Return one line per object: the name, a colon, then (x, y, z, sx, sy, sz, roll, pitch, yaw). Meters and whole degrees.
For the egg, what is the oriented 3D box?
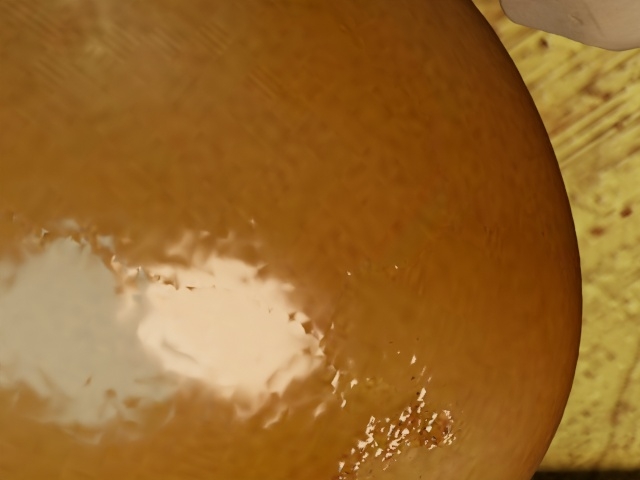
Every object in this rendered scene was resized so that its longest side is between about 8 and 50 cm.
egg: (-0.080, -0.012, 0.561, 0.351, 0.282, 0.282, 32, 119, 8)

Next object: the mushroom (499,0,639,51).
mushroom: (0.173, -0.144, 0.689, 0.212, 0.088, 0.097, -26, 126, 10)
